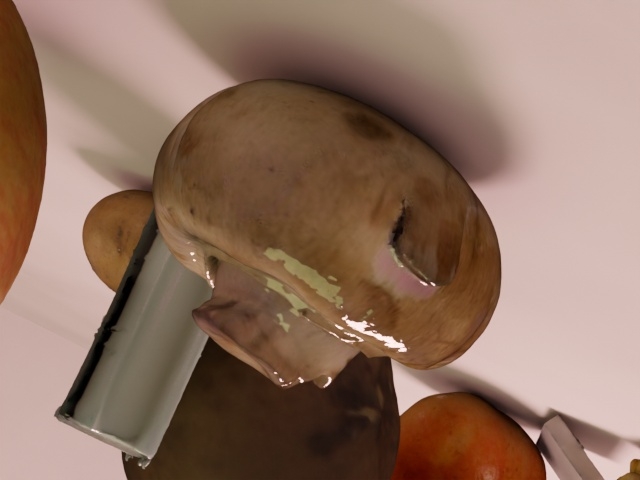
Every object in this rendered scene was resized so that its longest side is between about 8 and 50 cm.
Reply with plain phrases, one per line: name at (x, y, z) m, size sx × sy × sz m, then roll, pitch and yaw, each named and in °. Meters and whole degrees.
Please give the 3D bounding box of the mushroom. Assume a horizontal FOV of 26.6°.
mushroom at (0.000, 0.000, 0.875) m, size 0.255 × 0.184 × 0.255 m, roll 39°, pitch 170°, yaw 8°

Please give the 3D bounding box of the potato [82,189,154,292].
potato at (-0.184, -0.001, 1.369) m, size 0.112 × 0.112 × 0.147 m, roll 33°, pitch 160°, yaw -26°

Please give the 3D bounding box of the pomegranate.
pomegranate at (0.161, 0.279, 1.576) m, size 0.209 × 0.209 × 0.209 m, roll 25°, pitch 166°, yaw 6°

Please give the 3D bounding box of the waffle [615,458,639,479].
waffle at (0.455, 0.301, 1.391) m, size 0.325 × 0.068 × 0.302 m, roll 34°, pitch 164°, yaw -23°

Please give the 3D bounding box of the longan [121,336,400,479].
longan at (-0.060, 0.183, 1.371) m, size 0.319 × 0.318 × 0.319 m, roll 25°, pitch 166°, yaw 6°

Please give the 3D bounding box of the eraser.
eraser at (0.284, 0.254, 1.518) m, size 0.104 × 0.023 × 0.150 m, roll 55°, pitch 175°, yaw 17°

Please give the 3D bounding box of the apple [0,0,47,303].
apple at (-0.368, -0.073, 0.883) m, size 0.392 × 0.391 × 0.346 m, roll 26°, pitch 146°, yaw 0°

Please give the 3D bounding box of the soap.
soap at (-0.142, 0.064, 1.197) m, size 0.094 × 0.261 × 0.150 m, roll 25°, pitch 167°, yaw -8°
